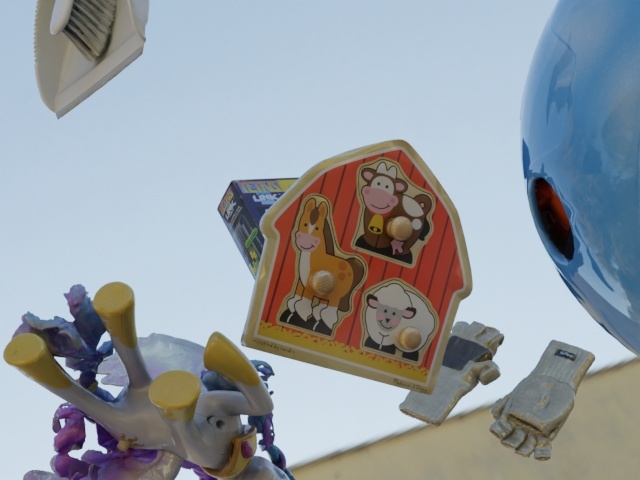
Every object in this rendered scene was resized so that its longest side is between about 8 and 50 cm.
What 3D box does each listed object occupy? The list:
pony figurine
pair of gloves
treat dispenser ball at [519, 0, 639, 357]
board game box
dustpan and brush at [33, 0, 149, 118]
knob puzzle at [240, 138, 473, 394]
[{"bbox_3d":[-0.182,0.196,1.306,0.351,0.303,0.363,10,-33,27],"label":"pony figurine"},{"bbox_3d":[0.256,0.212,1.771,0.204,0.240,0.042,-55,-34,-38],"label":"pair of gloves"},{"bbox_3d":[0.251,-0.056,0.649,0.288,0.288,0.288,-14,-42,-13],"label":"treat dispenser ball"},{"bbox_3d":[0.000,0.000,1.234,0.170,0.141,0.048,-3,-42,-35],"label":"board game box"},{"bbox_3d":[-0.180,-0.216,0.921,0.060,0.211,0.147,19,-28,-33],"label":"dustpan and brush"},{"bbox_3d":[0.043,0.011,0.969,0.213,0.030,0.213,0,-91,-22],"label":"knob puzzle"}]
